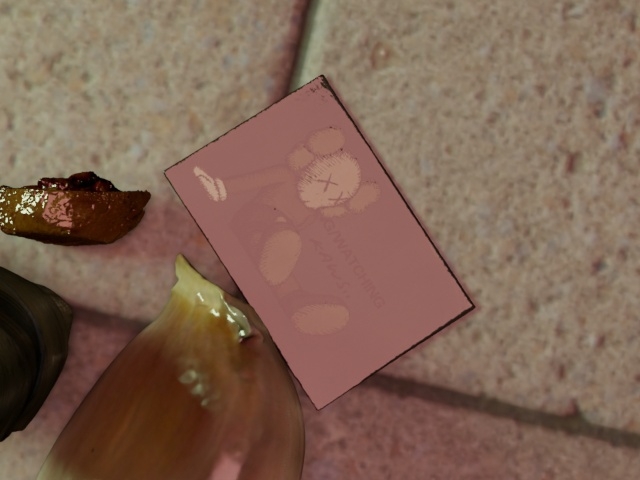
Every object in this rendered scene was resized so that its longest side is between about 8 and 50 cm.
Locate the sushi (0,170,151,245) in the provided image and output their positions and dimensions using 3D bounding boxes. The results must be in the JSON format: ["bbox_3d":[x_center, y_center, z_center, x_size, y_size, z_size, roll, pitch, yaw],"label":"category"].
[{"bbox_3d":[-0.158,-0.022,0.588,0.099,0.050,0.047,6,79,-15],"label":"sushi"}]

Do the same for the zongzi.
[{"bbox_3d":[-0.253,0.047,0.475,0.221,0.242,0.112,19,91,-6],"label":"zongzi"}]

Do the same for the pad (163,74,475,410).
[{"bbox_3d":[0.000,0.000,0.621,0.127,0.004,0.190,-33,90,-7],"label":"pad"}]

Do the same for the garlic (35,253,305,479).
[{"bbox_3d":[-0.109,0.159,0.559,0.266,0.148,0.128,-44,127,-11],"label":"garlic"}]
